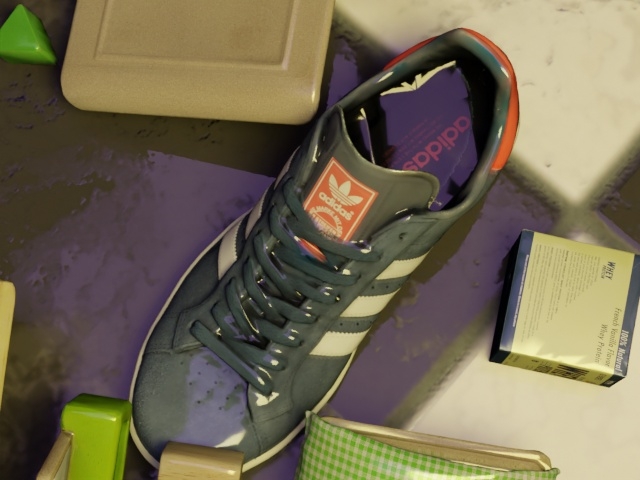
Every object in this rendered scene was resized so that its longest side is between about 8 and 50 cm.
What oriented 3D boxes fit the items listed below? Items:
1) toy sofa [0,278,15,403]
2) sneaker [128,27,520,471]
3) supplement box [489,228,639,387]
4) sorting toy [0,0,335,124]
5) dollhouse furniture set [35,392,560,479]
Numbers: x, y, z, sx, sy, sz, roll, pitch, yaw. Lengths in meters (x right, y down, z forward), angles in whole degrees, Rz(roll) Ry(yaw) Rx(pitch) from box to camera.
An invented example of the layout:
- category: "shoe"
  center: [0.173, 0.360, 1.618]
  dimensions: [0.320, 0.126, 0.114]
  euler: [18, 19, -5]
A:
- category: "toy sofa"
  center: [-0.373, 0.072, 0.819]
  dimensions: [0.363, 0.177, 0.150]
  euler: [7, 91, -41]
- category: "sneaker"
  center: [0.000, 0.000, 0.919]
  dimensions: [0.131, 0.148, 0.350]
  euler: [36, 80, 7]
- category: "supplement box"
  center: [0.162, 0.046, 0.957]
  dimensions: [0.083, 0.056, 0.083]
  euler: [12, 77, 2]
- category: "sorting toy"
  center: [-0.070, -0.175, 0.981]
  dimensions: [0.348, 0.047, 0.195]
  euler: [5, 80, 16]
- category: "dollhouse furniture set"
  center: [-0.018, 0.214, 0.838]
  dimensions: [0.302, 0.151, 0.197]
  euler: [9, 102, 0]
